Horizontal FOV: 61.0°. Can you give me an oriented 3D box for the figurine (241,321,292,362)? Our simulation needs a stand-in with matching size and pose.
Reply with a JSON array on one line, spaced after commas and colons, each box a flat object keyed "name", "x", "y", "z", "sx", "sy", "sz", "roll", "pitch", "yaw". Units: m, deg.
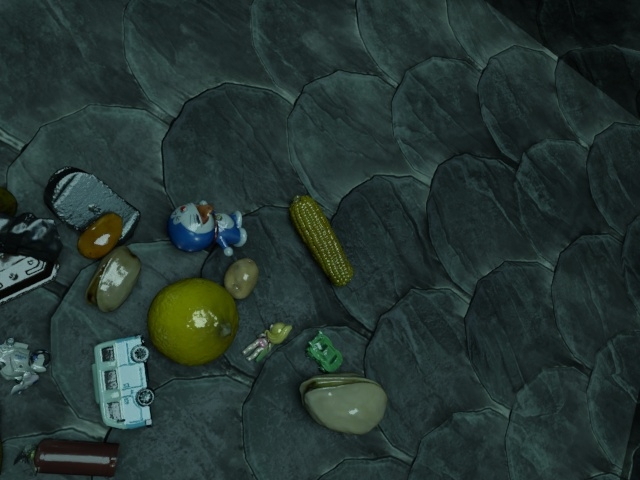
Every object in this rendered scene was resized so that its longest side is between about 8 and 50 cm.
[{"name": "figurine", "x": -0.177, "y": 0.340, "z": 1.827, "sx": 0.187, "sy": 0.083, "sz": 0.083, "roll": -33, "pitch": 92, "yaw": -14}]

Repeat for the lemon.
[{"name": "lemon", "x": -0.385, "y": 0.244, "z": 1.650, "sx": 0.293, "sy": 0.293, "sz": 0.293, "roll": 4, "pitch": 78, "yaw": -21}]

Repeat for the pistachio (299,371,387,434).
[{"name": "pistachio", "x": 0.074, "y": 0.532, "z": 1.805, "sx": 0.332, "sy": 0.226, "sz": 0.207, "roll": 20, "pitch": 35, "yaw": -24}]

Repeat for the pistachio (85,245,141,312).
[{"name": "pistachio", "x": -0.632, "y": 0.116, "z": 1.658, "sx": 0.130, "sy": 0.131, "sz": 0.206, "roll": 15, "pitch": 68, "yaw": 25}]

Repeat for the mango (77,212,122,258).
[{"name": "mango", "x": -0.660, "y": -0.014, "z": 1.633, "sx": 0.105, "sy": 0.084, "sz": 0.159, "roll": 29, "pitch": 81, "yaw": 31}]

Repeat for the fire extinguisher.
[{"name": "fire extinguisher", "x": -0.719, "y": 0.619, "z": 1.541, "sx": 0.269, "sy": 0.105, "sz": 0.104, "roll": 11, "pitch": 75, "yaw": -20}]

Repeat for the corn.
[{"name": "corn", "x": 0.000, "y": 0.000, "z": 1.938, "sx": 0.120, "sy": 0.120, "sz": 0.363, "roll": -29, "pitch": 89, "yaw": -24}]

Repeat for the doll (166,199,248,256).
[{"name": "doll", "x": -0.369, "y": -0.041, "z": 1.779, "sx": 0.257, "sy": 0.161, "sz": 0.215, "roll": -4, "pitch": 52, "yaw": -33}]

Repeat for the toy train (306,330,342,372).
[{"name": "toy train", "x": 0.013, "y": 0.388, "z": 1.884, "sx": 0.099, "sy": 0.081, "sz": 0.149, "roll": -43, "pitch": 96, "yaw": -24}]

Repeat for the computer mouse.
[{"name": "computer mouse", "x": -0.712, "y": -0.102, "z": 1.694, "sx": 0.295, "sy": 0.087, "sz": 0.168, "roll": 41, "pitch": 79, "yaw": -27}]

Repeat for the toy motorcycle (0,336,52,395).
[{"name": "toy motorcycle", "x": -0.887, "y": 0.354, "z": 1.528, "sx": 0.221, "sy": 0.102, "sz": 0.150, "roll": 19, "pitch": 52, "yaw": -20}]

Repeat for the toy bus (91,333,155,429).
[{"name": "toy bus", "x": -0.583, "y": 0.426, "z": 1.612, "sx": 0.165, "sy": 0.133, "sz": 0.271, "roll": -7, "pitch": 79, "yaw": -18}]

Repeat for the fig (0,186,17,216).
[{"name": "fig", "x": -0.983, "y": -0.110, "z": 1.568, "sx": 0.185, "sy": 0.127, "sz": 0.132, "roll": 29, "pitch": 84, "yaw": -18}]

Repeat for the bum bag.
[{"name": "bum bag", "x": -0.881, "y": -0.025, "z": 1.515, "sx": 0.310, "sy": 0.074, "sz": 0.137, "roll": 12, "pitch": 107, "yaw": -19}]

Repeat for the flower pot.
[{"name": "flower pot", "x": -0.906, "y": 0.075, "z": 1.580, "sx": 0.251, "sy": 0.084, "sz": 0.178, "roll": -29, "pitch": 91, "yaw": -25}]

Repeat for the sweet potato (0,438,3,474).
[{"name": "sweet potato", "x": -0.910, "y": 0.552, "z": 1.491, "sx": 0.077, "sy": 0.077, "sz": 0.243, "roll": -1, "pitch": 71, "yaw": -22}]

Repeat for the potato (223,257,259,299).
[{"name": "potato", "x": -0.260, "y": 0.126, "z": 1.817, "sx": 0.112, "sy": 0.112, "sz": 0.147, "roll": 22, "pitch": 79, "yaw": -16}]
